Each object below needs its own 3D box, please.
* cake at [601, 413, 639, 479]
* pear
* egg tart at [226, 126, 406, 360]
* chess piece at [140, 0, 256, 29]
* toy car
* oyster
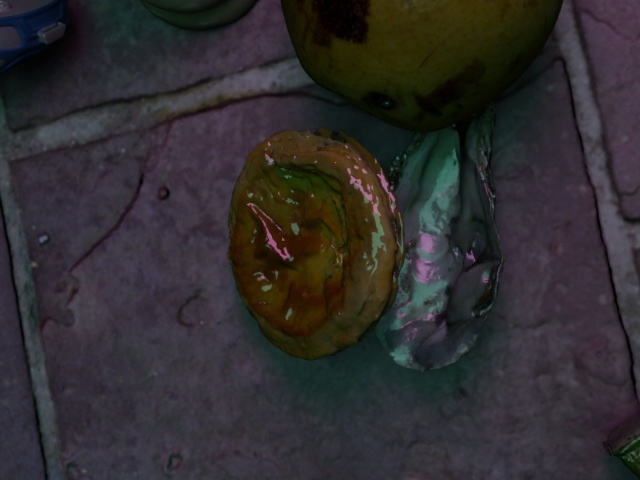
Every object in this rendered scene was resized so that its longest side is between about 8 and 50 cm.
[{"bbox_3d":[0.385,0.245,0.799,0.099,0.100,0.235,-46,79,9],"label":"cake"},{"bbox_3d":[0.086,-0.242,0.798,0.284,0.283,0.283,0,89,13],"label":"pear"},{"bbox_3d":[0.000,0.000,0.873,0.241,0.106,0.240,5,98,45],"label":"egg tart"},{"bbox_3d":[-0.169,-0.332,0.823,0.183,0.330,0.182,0,88,12],"label":"chess piece"},{"bbox_3d":[-0.433,-0.254,0.966,0.314,0.198,0.165,21,127,9],"label":"toy car"},{"bbox_3d":[0.117,-0.005,0.874,0.199,0.087,0.252,-34,59,34],"label":"oyster"}]
